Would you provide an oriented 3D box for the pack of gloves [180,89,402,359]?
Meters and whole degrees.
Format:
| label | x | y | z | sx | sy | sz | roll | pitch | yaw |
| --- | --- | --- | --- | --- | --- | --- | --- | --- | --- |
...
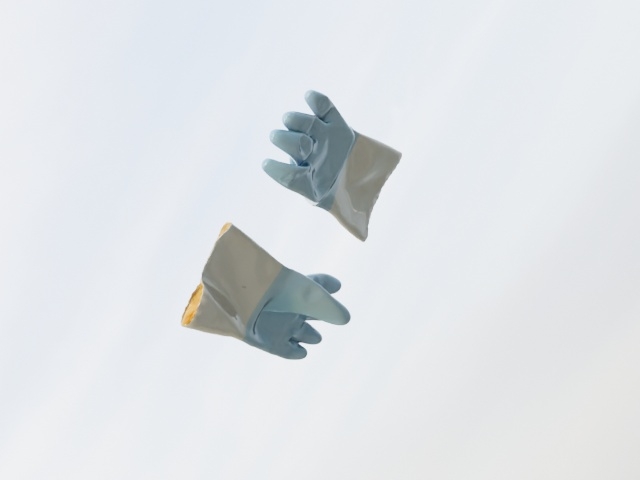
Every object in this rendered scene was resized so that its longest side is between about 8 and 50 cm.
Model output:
| label | x | y | z | sx | sy | sz | roll | pitch | yaw |
| --- | --- | --- | --- | --- | --- | --- | --- | --- | --- |
| pack of gloves | 0.000 | 0.000 | 1.198 | 0.195 | 0.046 | 0.232 | -65 | -24 | -1 |
